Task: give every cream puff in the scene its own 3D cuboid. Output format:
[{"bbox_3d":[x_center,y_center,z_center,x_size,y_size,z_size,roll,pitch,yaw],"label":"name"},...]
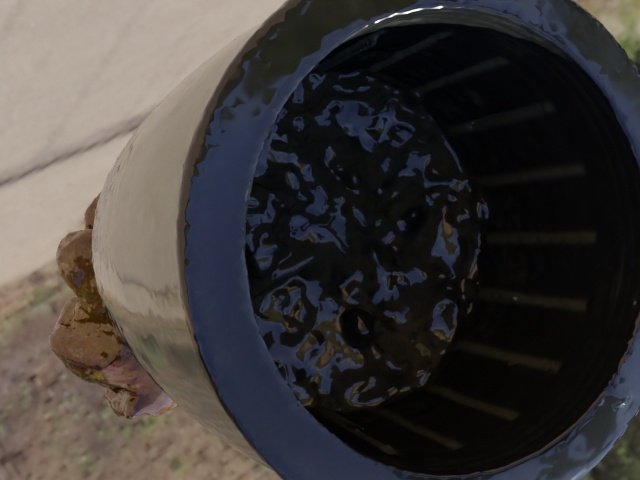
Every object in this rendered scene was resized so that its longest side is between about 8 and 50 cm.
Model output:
[{"bbox_3d":[-0.134,0.055,1.211,0.269,0.155,0.241,7,114,-37],"label":"cream puff"}]

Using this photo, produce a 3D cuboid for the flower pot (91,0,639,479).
[{"bbox_3d":[0.000,0.000,0.771,0.293,0.294,0.330,-32,-166,-23],"label":"flower pot"}]
